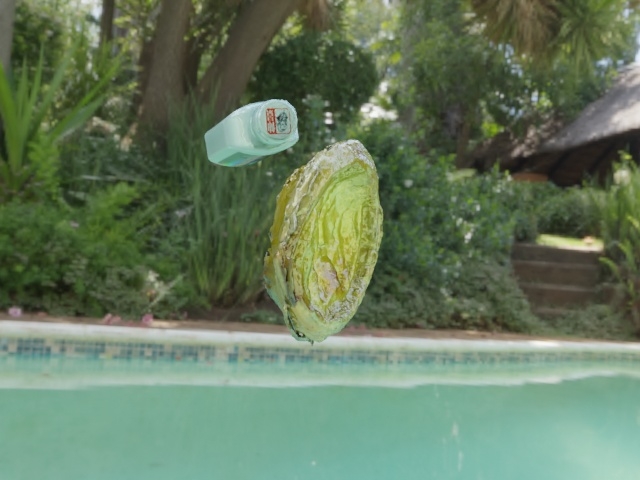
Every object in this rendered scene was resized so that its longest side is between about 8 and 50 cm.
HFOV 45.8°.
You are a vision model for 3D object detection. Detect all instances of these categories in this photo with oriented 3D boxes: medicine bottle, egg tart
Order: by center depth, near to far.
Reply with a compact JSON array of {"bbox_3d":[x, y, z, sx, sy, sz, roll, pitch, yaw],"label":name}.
[{"bbox_3d":[0.000,0.000,0.982,0.095,0.279,0.279,10,-1,25],"label":"egg tart"},{"bbox_3d":[-0.104,-0.173,1.219,0.121,0.083,0.229,-9,0,-22],"label":"medicine bottle"}]
